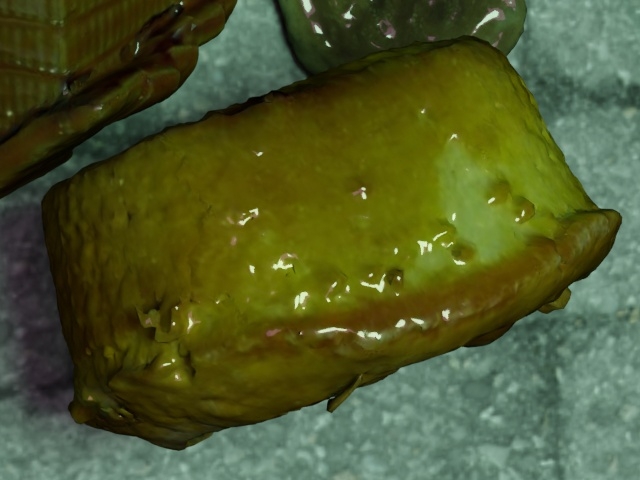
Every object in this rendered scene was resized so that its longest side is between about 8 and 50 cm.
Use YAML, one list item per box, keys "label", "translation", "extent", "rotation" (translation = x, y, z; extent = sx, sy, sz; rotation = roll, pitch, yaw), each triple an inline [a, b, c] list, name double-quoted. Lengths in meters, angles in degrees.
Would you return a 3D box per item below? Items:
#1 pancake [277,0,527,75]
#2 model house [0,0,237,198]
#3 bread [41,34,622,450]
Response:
- label: "pancake"
  translation: [0.062, -0.216, 1.349]
  extent: [0.222, 0.042, 0.236]
  rotation: [21, 89, -22]
- label: "model house"
  translation: [-0.187, -0.143, 1.223]
  extent: [0.220, 0.199, 0.229]
  rotation: [19, 124, 17]
- label: "bread"
  translation: [0.002, -0.001, 1.198]
  extent: [0.358, 0.337, 0.204]
  rotation: [-18, 92, -24]
